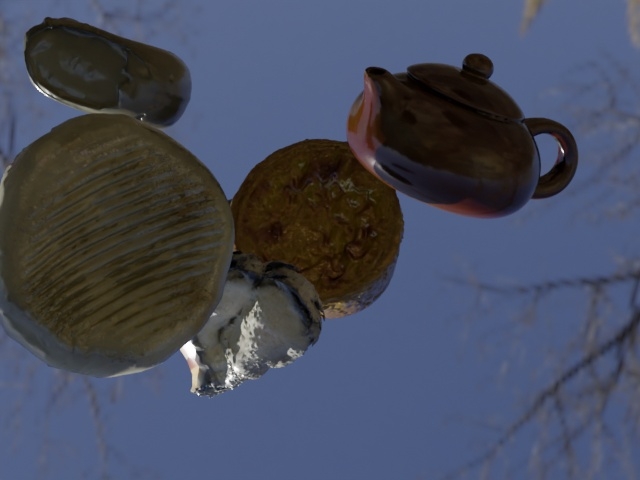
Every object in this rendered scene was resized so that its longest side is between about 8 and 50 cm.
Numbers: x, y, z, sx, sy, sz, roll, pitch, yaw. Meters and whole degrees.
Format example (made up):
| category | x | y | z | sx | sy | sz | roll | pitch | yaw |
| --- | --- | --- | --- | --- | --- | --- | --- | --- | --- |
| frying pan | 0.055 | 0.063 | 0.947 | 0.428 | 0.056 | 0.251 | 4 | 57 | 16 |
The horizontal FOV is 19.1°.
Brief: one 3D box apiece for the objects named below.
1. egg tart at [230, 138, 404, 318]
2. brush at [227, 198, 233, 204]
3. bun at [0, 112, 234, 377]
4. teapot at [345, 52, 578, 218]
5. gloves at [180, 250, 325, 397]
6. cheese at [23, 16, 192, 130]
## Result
| category | x | y | z | sx | sy | sz | roll | pitch | yaw |
| --- | --- | --- | --- | --- | --- | --- | --- | --- | --- |
| egg tart | 0.000 | 0.000 | 2.157 | 0.202 | 0.147 | 0.202 | -2 | -110 | 6 |
| brush | -0.127 | -0.030 | 2.241 | 0.043 | 0.032 | 0.193 | 26 | -152 | 19 |
| bun | -0.151 | 0.005 | 1.329 | 0.183 | 0.183 | 0.102 | 0 | 179 | -18 |
| teapot | 0.133 | -0.096 | 1.670 | 0.252 | 0.135 | 0.178 | 12 | -159 | -33 |
| gloves | -0.069 | 0.066 | 1.665 | 0.114 | 0.153 | 0.070 | 58 | -144 | 0 |
| cheese | -0.223 | -0.175 | 2.036 | 0.175 | 0.091 | 0.202 | 20 | -178 | 2 |
